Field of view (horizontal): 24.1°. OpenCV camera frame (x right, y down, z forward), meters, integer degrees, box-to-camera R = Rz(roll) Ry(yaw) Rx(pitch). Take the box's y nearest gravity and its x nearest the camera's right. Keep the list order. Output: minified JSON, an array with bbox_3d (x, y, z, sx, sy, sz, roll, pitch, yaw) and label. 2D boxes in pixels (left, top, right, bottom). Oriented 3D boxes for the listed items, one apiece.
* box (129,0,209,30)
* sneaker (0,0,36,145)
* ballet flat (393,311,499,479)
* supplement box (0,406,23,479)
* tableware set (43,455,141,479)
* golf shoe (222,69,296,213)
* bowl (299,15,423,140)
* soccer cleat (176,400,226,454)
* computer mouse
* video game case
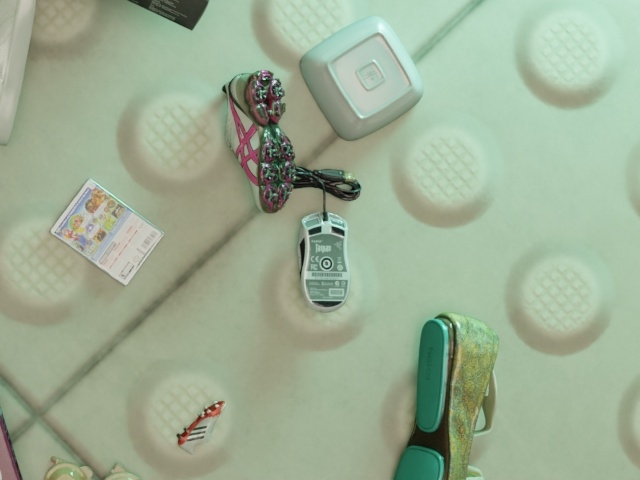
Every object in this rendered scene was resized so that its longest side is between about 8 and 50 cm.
[{"bbox_3d":[-0.251,-0.430,1.863,0.307,0.076,0.242,25,58,-11],"label":"box"},{"bbox_3d":[-0.443,-0.277,1.858,0.169,0.108,0.292,11,90,-15],"label":"sneaker"},{"bbox_3d":[0.172,0.271,1.996,0.123,0.123,0.348,11,88,-12],"label":"ballet flat"},{"bbox_3d":[-0.440,0.262,1.877,0.104,0.081,0.188,-17,94,-11],"label":"supplement box"},{"bbox_3d":[-0.306,0.361,1.938,0.141,0.020,0.168,20,88,-9],"label":"tableware set"},{"bbox_3d":[-0.083,-0.126,1.958,0.067,0.086,0.186,-7,90,-47],"label":"golf shoe"},{"bbox_3d":[0.061,-0.217,1.993,0.142,0.053,0.142,-33,98,-11],"label":"bowl"},{"bbox_3d":[-0.151,0.244,1.967,0.083,0.029,0.035,-44,107,-5],"label":"soccer cleat"},{"bbox_3d":[0.000,0.000,1.990,0.106,0.042,0.193,3,84,-17],"label":"computer mouse"},{"bbox_3d":[-0.276,-0.010,1.944,0.122,0.011,0.087,37,84,-10],"label":"video game case"}]
